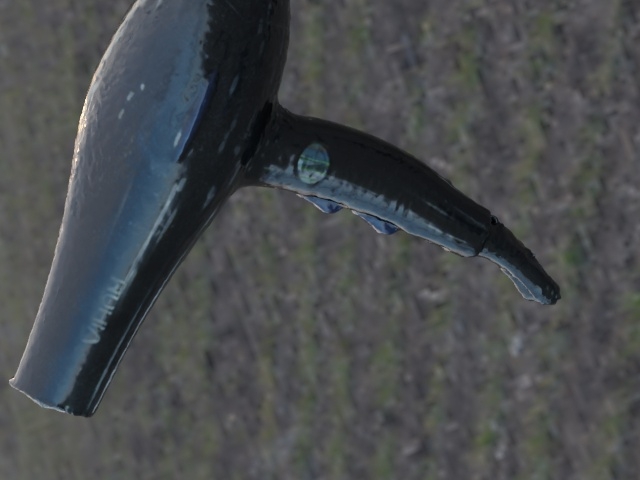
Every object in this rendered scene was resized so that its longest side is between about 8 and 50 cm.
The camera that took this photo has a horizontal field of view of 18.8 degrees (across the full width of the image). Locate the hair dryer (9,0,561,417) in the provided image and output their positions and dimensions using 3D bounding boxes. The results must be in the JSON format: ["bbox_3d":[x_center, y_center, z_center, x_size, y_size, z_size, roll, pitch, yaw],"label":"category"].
[{"bbox_3d":[0.000,0.000,0.778,0.195,0.219,0.075,-68,18,3],"label":"hair dryer"}]
